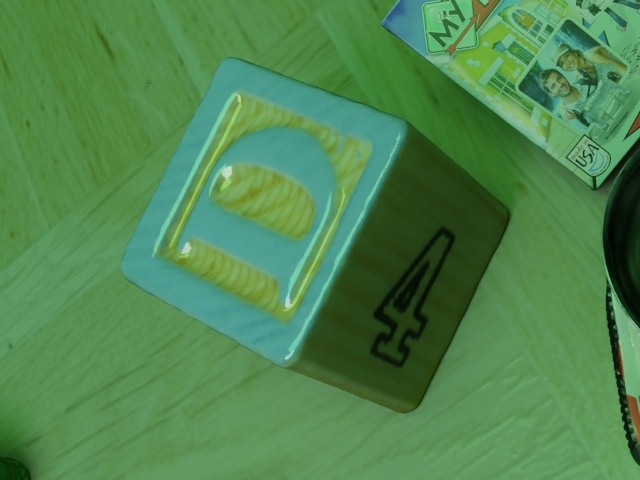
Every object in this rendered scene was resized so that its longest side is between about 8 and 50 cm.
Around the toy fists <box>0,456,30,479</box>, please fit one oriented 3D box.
[{"bbox_3d":[-0.416,0.216,1.103,0.279,0.142,0.096,2,74,31],"label":"toy fists"}]

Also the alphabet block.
[{"bbox_3d":[0.000,0.000,0.897,0.192,0.197,0.193,27,88,34],"label":"alphabet block"}]

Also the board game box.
[{"bbox_3d":[0.225,-0.226,0.868,0.213,0.046,0.317,39,100,7],"label":"board game box"}]

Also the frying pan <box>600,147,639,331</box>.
[{"bbox_3d":[0.339,0.043,0.761,0.326,0.053,0.197,38,79,17],"label":"frying pan"}]

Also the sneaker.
[{"bbox_3d":[0.247,0.078,0.815,0.075,0.057,0.161,-7,66,10],"label":"sneaker"}]
